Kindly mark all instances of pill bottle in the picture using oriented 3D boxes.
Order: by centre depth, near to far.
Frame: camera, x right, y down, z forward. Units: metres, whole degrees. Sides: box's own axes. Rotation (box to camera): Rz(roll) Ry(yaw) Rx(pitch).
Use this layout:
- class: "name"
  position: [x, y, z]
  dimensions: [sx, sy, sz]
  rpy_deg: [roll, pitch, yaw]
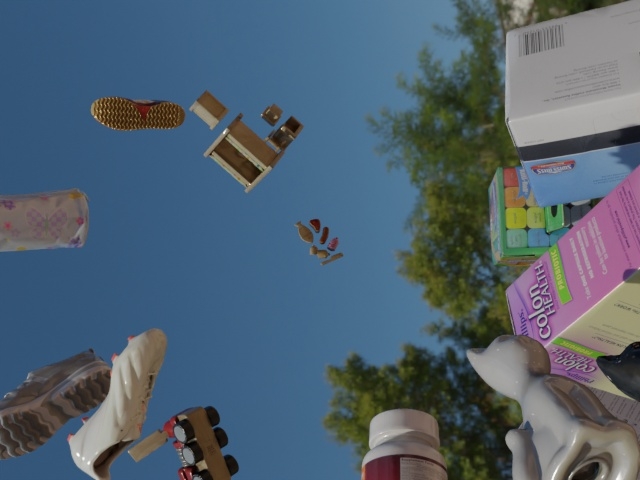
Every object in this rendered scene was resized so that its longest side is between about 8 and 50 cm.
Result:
- class: "pill bottle"
  position: [0.116, 0.355, 1.113]
  dimensions: [0.121, 0.121, 0.221]
  rpy_deg: [56, -152, -43]

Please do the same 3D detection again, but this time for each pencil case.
- class: "pencil case"
  position: [-0.595, -0.040, 1.579]
  dimensions: [0.273, 0.113, 0.124]
  rpy_deg: [-2, -89, -27]

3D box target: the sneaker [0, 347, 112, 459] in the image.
- class: "sneaker"
  position: [-0.506, 0.291, 1.443]
  dimensions: [0.115, 0.281, 0.105]
  rpy_deg: [40, 150, 50]

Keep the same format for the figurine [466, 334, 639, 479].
- class: "figurine"
  position: [0.242, 0.140, 0.674]
  dimensions: [0.209, 0.215, 0.092]
  rpy_deg: [-106, 22, -69]

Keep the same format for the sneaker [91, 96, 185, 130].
- class: "sneaker"
  position: [-0.370, -0.256, 1.640]
  dimensions: [0.084, 0.186, 0.069]
  rpy_deg: [-139, 54, -75]

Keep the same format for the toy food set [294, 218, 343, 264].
- class: "toy food set"
  position: [0.000, 0.000, 1.826]
  dimensions: [0.122, 0.078, 0.019]
  rpy_deg: [61, 165, 23]

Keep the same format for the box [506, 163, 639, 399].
- class: "box"
  position: [0.377, 0.061, 0.919]
  dimensions: [0.214, 0.243, 0.117]
  rpy_deg: [18, -137, -20]

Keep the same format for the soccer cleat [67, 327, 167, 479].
- class: "soccer cleat"
  position: [-0.231, 0.198, 0.971]
  dimensions: [0.196, 0.076, 0.068]
  rpy_deg: [-58, -32, 7]

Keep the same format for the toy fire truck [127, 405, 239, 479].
- class: "toy fire truck"
  position: [-0.374, 0.571, 2.156]
  dimensions: [0.159, 0.246, 0.217]
  rpy_deg: [-23, -87, -44]

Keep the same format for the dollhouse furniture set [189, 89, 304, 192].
- class: "dollhouse furniture set"
  position: [-0.152, -0.212, 1.525]
  dimensions: [0.182, 0.101, 0.161]
  rpy_deg: [42, -137, -10]

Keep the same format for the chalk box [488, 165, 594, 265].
- class: "chalk box"
  position: [0.431, -0.049, 1.580]
  dimensions: [0.289, 0.179, 0.180]
  rpy_deg: [43, -134, -79]

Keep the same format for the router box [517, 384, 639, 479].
- class: "router box"
  position: [0.559, 0.325, 1.442]
  dimensions: [0.335, 0.301, 0.082]
  rpy_deg: [-37, -45, -41]

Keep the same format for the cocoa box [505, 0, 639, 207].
- class: "cocoa box"
  position: [0.500, -0.231, 1.321]
  dimensions: [0.228, 0.347, 0.231]
  rpy_deg: [55, -146, -44]
